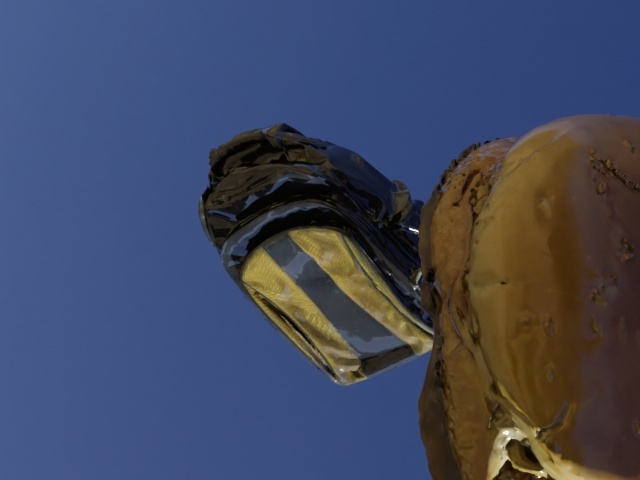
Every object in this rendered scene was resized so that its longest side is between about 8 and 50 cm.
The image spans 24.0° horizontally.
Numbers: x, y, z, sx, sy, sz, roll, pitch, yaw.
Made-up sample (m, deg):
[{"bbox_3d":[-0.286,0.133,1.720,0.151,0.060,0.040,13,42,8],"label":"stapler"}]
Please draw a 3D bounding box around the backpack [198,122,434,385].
[{"bbox_3d":[0.000,0.000,1.401,0.206,0.258,0.133,-30,-152,31],"label":"backpack"}]

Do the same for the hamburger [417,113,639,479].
[{"bbox_3d":[0.197,0.067,1.074,0.174,0.284,0.304,-20,-107,47],"label":"hamburger"}]
